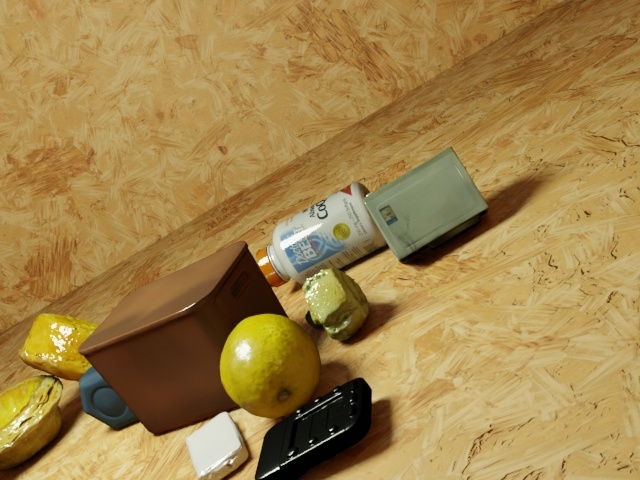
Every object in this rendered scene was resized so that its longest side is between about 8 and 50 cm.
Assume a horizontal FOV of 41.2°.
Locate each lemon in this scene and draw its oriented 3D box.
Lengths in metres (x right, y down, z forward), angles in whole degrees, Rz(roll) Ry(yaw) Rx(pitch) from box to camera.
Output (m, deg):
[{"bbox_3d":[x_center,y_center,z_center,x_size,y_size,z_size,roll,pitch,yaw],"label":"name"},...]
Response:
[{"bbox_3d":[-0.084,0.208,1.425,0.170,0.170,0.207,-32,21,2],"label":"lemon"}]

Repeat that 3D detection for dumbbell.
[{"bbox_3d":[-0.407,0.271,1.895,0.157,0.143,0.316,-26,17,22],"label":"dumbbell"}]

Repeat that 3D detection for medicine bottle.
[{"bbox_3d":[0.000,0.000,1.907,0.289,0.157,0.157,-28,16,14],"label":"medicine bottle"}]

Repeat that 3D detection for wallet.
[{"bbox_3d":[-0.174,0.346,1.422,0.095,0.033,0.190,-37,15,-10],"label":"wallet"}]

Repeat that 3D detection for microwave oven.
[{"bbox_3d":[0.209,-0.066,1.690,0.205,0.163,0.129,-30,-8,5],"label":"microwave oven"}]

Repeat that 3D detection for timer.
[{"bbox_3d":[-0.005,0.287,1.247,0.187,0.055,0.144,-33,13,14],"label":"timer"}]

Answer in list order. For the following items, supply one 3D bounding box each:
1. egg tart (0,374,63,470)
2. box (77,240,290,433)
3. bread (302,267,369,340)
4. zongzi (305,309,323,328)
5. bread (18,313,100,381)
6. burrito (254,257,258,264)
[{"bbox_3d":[-0.712,0.444,1.990,0.319,0.128,0.319,-31,18,11],"label":"egg tart"},{"bbox_3d":[-0.244,0.196,1.648,0.340,0.229,0.239,-24,17,29],"label":"box"},{"bbox_3d":[0.041,0.132,1.557,0.103,0.156,0.110,-37,47,9],"label":"bread"},{"bbox_3d":[0.013,0.124,1.639,0.104,0.052,0.113,-39,-13,-3],"label":"zongzi"},{"bbox_3d":[-0.586,0.262,2.035,0.268,0.269,0.145,2,76,64],"label":"bread"},{"bbox_3d":[-0.231,0.132,2.098,0.392,0.076,0.117,-33,17,-4],"label":"burrito"}]
